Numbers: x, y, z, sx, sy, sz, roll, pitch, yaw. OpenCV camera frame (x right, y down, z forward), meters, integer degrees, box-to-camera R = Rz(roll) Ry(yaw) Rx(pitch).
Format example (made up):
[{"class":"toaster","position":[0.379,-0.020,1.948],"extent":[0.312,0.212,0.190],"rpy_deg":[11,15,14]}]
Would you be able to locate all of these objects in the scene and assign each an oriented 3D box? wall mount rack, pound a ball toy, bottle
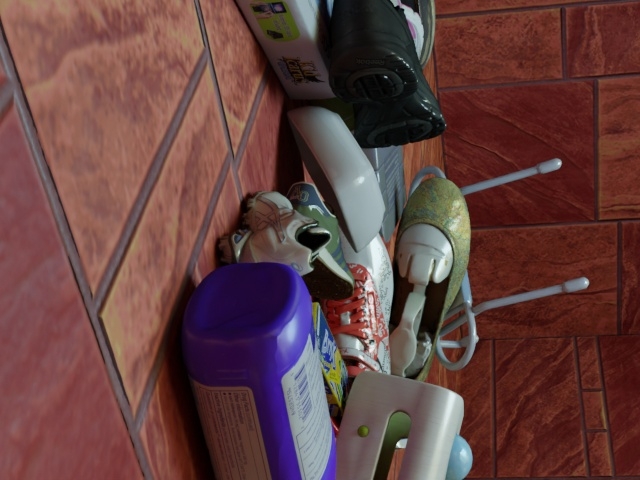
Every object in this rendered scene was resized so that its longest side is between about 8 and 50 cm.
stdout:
[{"class":"wall mount rack","position":[0.262,0.024,1.791],"extent":[0.304,0.130,0.350],"rpy_deg":[-39,-128,51]},{"class":"pound a ball toy","position":[0.059,0.292,1.087],"extent":[0.208,0.135,0.319],"rpy_deg":[73,31,-66]},{"class":"bottle","position":[-0.037,0.157,0.872],"extent":[0.118,0.092,0.283],"rpy_deg":[-77,161,-55]}]

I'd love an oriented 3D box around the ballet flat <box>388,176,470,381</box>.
[{"class":"ballet flat","position":[0.149,0.079,1.717],"extent":[0.123,0.123,0.348],"rpy_deg":[-56,159,-73]}]

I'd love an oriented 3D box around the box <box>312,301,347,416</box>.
[{"class":"box","position":[-0.015,0.120,1.093],"extent":[0.169,0.059,0.054],"rpy_deg":[69,21,-60]}]

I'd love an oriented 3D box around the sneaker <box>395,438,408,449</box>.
[{"class":"sneaker","position":[0.112,0.266,1.698],"extent":[0.235,0.090,0.095],"rpy_deg":[37,41,-78]}]

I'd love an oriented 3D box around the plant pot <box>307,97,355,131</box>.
[{"class":"plant pot","position":[0.012,-0.177,1.312],"extent":[0.079,0.083,0.083],"rpy_deg":[37,50,-60]}]

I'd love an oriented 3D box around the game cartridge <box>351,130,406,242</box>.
[{"class":"game cartridge","position":[0.083,-0.127,1.718],"extent":[0.355,0.068,0.230],"rpy_deg":[-51,141,-75]}]

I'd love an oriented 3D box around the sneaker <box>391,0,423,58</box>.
[{"class":"sneaker","position":[0.066,-0.255,1.407],"extent":[0.252,0.103,0.111],"rpy_deg":[51,41,-62]}]

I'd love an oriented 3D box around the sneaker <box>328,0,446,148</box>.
[{"class":"sneaker","position":[0.072,-0.188,1.215],"extent":[0.286,0.109,0.130],"rpy_deg":[61,22,-71]}]

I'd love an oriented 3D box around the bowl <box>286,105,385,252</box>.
[{"class":"bowl","position":[0.022,-0.074,1.216],"extent":[0.142,0.053,0.142],"rpy_deg":[59,-4,33]}]

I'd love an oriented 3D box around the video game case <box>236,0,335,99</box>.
[{"class":"video game case","position":[-0.024,-0.315,1.142],"extent":[0.244,0.061,0.269],"rpy_deg":[57,34,-71]}]

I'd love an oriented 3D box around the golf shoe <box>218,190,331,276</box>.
[{"class":"golf shoe","position":[-0.030,0.002,0.982],"extent":[0.176,0.086,0.069],"rpy_deg":[-72,155,-67]}]

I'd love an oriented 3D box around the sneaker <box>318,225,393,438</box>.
[{"class":"sneaker","position":[0.039,0.103,1.310],"extent":[0.145,0.090,0.270],"rpy_deg":[-72,160,-69]}]

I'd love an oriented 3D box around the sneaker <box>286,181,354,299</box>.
[{"class":"sneaker","position":[0.000,0.000,1.192],"extent":[0.192,0.064,0.086],"rpy_deg":[52,41,-67]}]

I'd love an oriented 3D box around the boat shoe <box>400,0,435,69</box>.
[{"class":"boat shoe","position":[0.081,-0.416,1.659],"extent":[0.130,0.132,0.355],"rpy_deg":[-13,92,-70]}]
